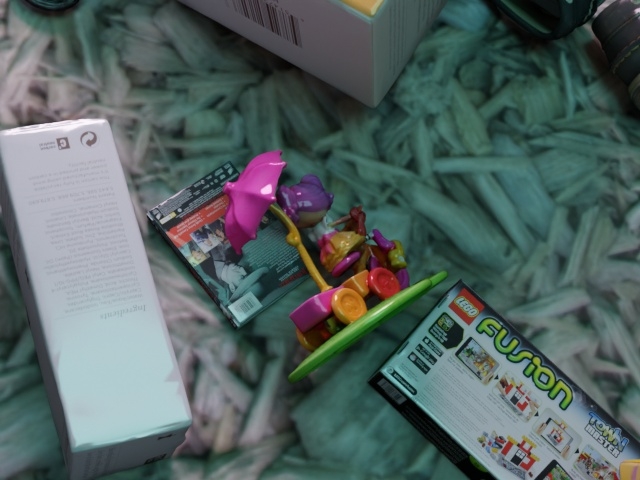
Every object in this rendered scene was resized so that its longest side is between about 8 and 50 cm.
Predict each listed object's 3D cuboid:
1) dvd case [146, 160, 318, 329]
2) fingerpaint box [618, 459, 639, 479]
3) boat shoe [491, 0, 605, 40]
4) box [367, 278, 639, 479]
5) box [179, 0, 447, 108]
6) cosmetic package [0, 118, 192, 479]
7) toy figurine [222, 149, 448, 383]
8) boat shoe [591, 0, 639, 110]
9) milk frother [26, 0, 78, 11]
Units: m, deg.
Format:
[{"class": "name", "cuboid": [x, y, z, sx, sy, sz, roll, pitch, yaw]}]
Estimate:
[{"class": "dvd case", "cuboid": [-0.071, 0.002, 0.804, 0.087, 0.013, 0.119, -36, 80, -26]}, {"class": "fingerpaint box", "cuboid": [0.387, 0.362, 0.589, 0.371, 0.163, 0.444, 7, 75, -16]}, {"class": "boat shoe", "cuboid": [0.152, -0.320, 0.952, 0.302, 0.114, 0.091, 43, 57, 5]}, {"class": "box", "cuboid": [0.152, 0.142, 0.795, 0.207, 0.036, 0.114, 43, 63, 5]}, {"class": "box", "cuboid": [0.045, -0.324, 0.823, 0.215, 0.168, 0.345, 30, 78, 11]}, {"class": "cosmetic package", "cuboid": [-0.165, 0.043, 0.702, 0.086, 0.117, 0.231, -11, 70, -20]}, {"class": "toy figurine", "cuboid": [0.000, 0.000, 0.764, 0.173, 0.130, 0.159, -27, 79, -47]}, {"class": "boat shoe", "cuboid": [0.414, -0.263, 0.993, 0.355, 0.132, 0.130, -34, 80, -27]}, {"class": "milk frother", "cuboid": [-0.201, -0.281, 0.817, 0.129, 0.134, 0.143, 2, 64, 0]}]
